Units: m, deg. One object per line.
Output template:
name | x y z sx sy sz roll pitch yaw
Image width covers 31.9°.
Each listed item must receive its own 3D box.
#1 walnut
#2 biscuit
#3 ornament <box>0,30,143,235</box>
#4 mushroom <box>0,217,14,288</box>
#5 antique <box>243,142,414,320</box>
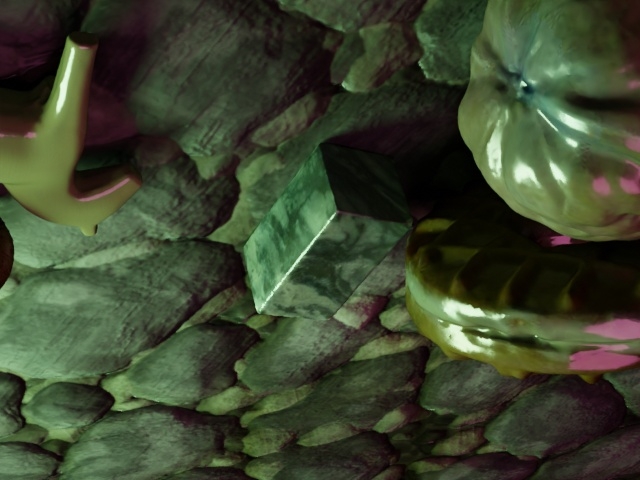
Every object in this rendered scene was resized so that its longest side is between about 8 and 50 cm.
walnut | 0.239 -0.121 0.892 0.248 0.248 0.248 -10 145 -7
biscuit | 0.235 0.018 1.019 0.332 0.332 0.103 -11 113 -6
ornament | -0.248 -0.085 0.904 0.230 0.061 0.245 -1 142 -23
mushroom | -0.330 0.007 0.968 0.126 0.109 0.085 -14 144 -31
antique | 0.000 0.000 1.093 0.088 0.086 0.183 10 138 -30
